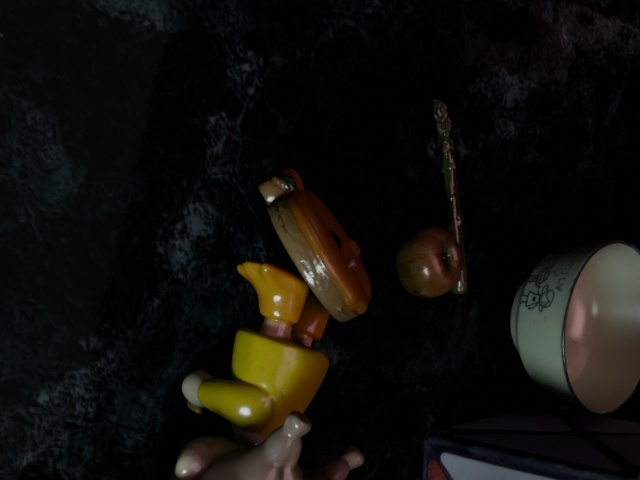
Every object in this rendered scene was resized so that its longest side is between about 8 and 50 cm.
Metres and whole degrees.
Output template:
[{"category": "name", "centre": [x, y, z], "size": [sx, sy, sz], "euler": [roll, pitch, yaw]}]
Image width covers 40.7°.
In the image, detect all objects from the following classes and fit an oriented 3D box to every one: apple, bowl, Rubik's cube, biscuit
[{"category": "apple", "centre": [0.126, 0.026, 1.013], "size": [0.084, 0.071, 0.084], "euler": [6, 82, -44]}, {"category": "bowl", "centre": [0.348, 0.113, 1.184], "size": [0.237, 0.126, 0.238], "euler": [-4, 96, -43]}, {"category": "Rubik's cube", "centre": [0.321, 0.386, 1.068], "size": [0.310, 0.307, 0.305], "euler": [1, 91, -43]}, {"category": "biscuit", "centre": [0.004, -0.002, 0.846], "size": [0.050, 0.170, 0.170], "euler": [-31, 122, 8]}]

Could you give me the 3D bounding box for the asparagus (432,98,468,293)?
[{"category": "asparagus", "centre": [0.162, -0.052, 1.070], "size": [0.024, 0.025, 0.248], "euler": [-7, 102, 1]}]

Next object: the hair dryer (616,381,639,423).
[{"category": "hair dryer", "centre": [0.503, 0.345, 1.395], "size": [0.284, 0.155, 0.320], "euler": [-2, 109, -62]}]

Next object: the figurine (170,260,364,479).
[{"category": "figurine", "centre": [-0.066, 0.200, 0.788], "size": [0.215, 0.187, 0.344], "euler": [32, 65, -52]}]
